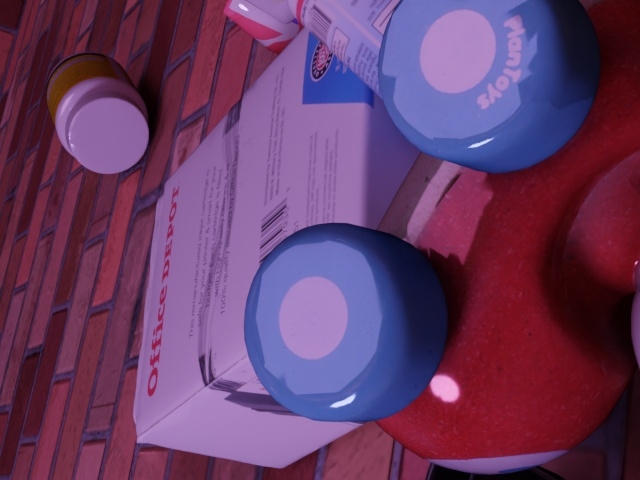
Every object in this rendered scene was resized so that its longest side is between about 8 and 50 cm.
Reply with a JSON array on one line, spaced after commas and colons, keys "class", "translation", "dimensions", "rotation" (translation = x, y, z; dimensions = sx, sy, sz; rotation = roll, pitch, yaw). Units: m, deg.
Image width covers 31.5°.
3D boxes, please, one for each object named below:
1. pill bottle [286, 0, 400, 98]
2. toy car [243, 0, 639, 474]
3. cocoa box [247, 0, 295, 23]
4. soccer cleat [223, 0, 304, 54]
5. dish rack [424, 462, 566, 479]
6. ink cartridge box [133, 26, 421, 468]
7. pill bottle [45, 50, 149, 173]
[{"class": "pill bottle", "translation": [0.065, -0.103, 0.594], "dimensions": [0.087, 0.160, 0.087], "rotation": [-43, -12, -11]}, {"class": "toy car", "translation": [0.140, 0.035, 0.433], "dimensions": [0.238, 0.219, 0.210], "rotation": [36, 104, 33]}, {"class": "cocoa box", "translation": [0.012, -0.361, 0.781], "dimensions": [0.347, 0.228, 0.231], "rotation": [-27, 49, 40]}, {"class": "soccer cleat", "translation": [-0.046, -0.272, 1.051], "dimensions": [0.108, 0.116, 0.318], "rotation": [-57, 29, 30]}, {"class": "dish rack", "translation": [0.116, 0.207, 0.456], "dimensions": [0.271, 0.074, 0.208], "rotation": [10, 83, 65]}, {"class": "ink cartridge box", "translation": [0.000, 0.000, 0.763], "dimensions": [0.307, 0.129, 0.223], "rotation": [-39, 41, 49]}, {"class": "pill bottle", "translation": [-0.289, -0.166, 1.477], "dimensions": [0.119, 0.119, 0.208], "rotation": [-66, 25, 14]}]
